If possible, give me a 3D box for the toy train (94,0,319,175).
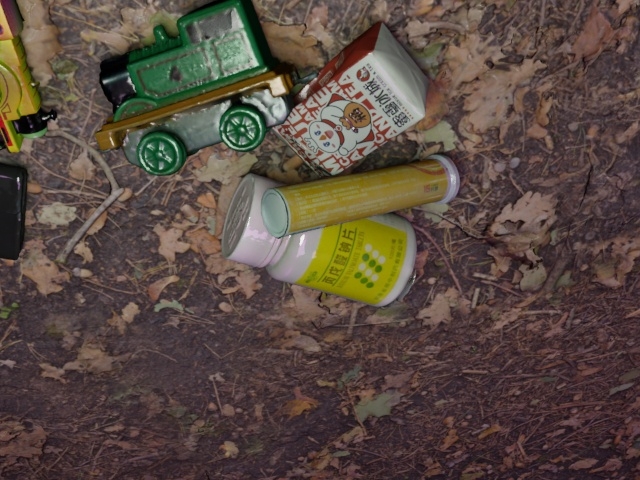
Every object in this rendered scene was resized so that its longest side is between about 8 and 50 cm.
[{"bbox_3d":[-0.221,-0.268,1.136,0.430,0.178,0.249,-15,110,10],"label":"toy train"}]

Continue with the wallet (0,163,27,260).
[{"bbox_3d":[-0.793,-0.083,1.256,0.406,0.062,0.228,10,126,-16],"label":"wallet"}]

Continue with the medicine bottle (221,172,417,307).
[{"bbox_3d":[0.000,0.000,1.366,0.379,0.213,0.213,17,123,-21],"label":"medicine bottle"}]

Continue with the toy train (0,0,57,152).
[{"bbox_3d":[-0.564,-0.290,1.111,0.161,0.100,0.296,-8,129,-6],"label":"toy train"}]

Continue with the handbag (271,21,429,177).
[{"bbox_3d":[0.044,-0.252,1.229,0.298,0.151,0.171,-29,118,33],"label":"handbag"}]

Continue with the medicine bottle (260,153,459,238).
[{"bbox_3d":[0.089,-0.090,1.261,0.426,0.108,0.108,-14,135,-35],"label":"medicine bottle"}]
